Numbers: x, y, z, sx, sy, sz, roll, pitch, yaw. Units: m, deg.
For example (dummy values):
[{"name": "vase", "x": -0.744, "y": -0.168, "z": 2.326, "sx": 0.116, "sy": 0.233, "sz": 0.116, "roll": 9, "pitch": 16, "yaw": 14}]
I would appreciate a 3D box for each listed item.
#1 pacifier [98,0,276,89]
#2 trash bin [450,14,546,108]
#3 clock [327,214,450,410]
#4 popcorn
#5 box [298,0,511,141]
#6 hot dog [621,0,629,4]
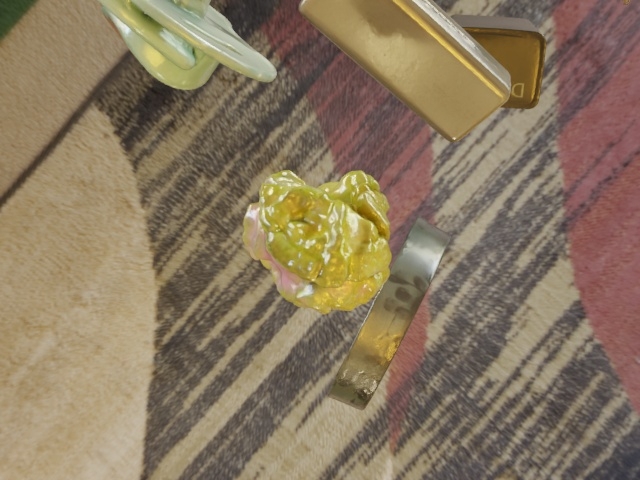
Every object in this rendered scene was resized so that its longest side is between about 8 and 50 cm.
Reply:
[{"name": "pacifier", "x": -0.166, "y": -0.345, "z": 1.084, "sx": 0.269, "sy": 0.288, "sz": 0.343, "roll": -57, "pitch": 47, "yaw": 14}, {"name": "trash bin", "x": 0.261, "y": -0.290, "z": 1.361, "sx": 0.165, "sy": 0.225, "sz": 0.115, "roll": 5, "pitch": 112, "yaw": 9}, {"name": "clock", "x": 0.109, "y": 0.115, "z": 1.355, "sx": 0.066, "sy": 0.319, "sz": 0.319, "roll": 26, "pitch": 88, "yaw": 6}, {"name": "popcorn", "x": 0.000, "y": 0.000, "z": 0.778, "sx": 0.126, "sy": 0.145, "sz": 0.126, "roll": -14, "pitch": 107, "yaw": -43}, {"name": "box", "x": 0.096, "y": -0.219, "z": 0.962, "sx": 0.243, "sy": 0.055, "sz": 0.103, "roll": 38, "pitch": 129, "yaw": -16}, {"name": "hot dog", "x": 0.513, "y": -0.505, "z": 1.345, "sx": 0.109, "sy": 0.072, "sz": 0.270, "roll": 6, "pitch": 104, "yaw": -14}]
